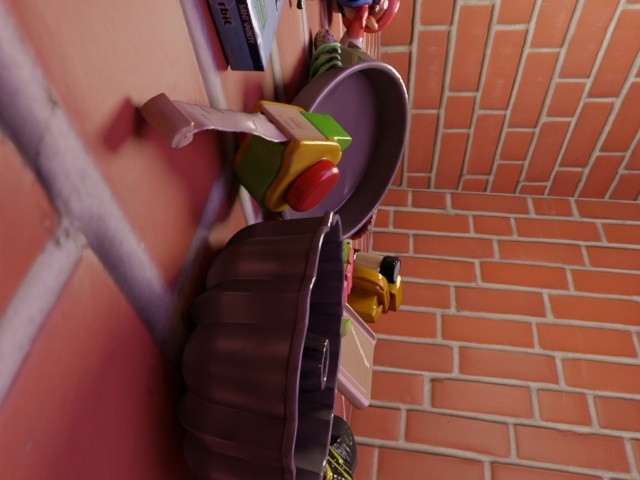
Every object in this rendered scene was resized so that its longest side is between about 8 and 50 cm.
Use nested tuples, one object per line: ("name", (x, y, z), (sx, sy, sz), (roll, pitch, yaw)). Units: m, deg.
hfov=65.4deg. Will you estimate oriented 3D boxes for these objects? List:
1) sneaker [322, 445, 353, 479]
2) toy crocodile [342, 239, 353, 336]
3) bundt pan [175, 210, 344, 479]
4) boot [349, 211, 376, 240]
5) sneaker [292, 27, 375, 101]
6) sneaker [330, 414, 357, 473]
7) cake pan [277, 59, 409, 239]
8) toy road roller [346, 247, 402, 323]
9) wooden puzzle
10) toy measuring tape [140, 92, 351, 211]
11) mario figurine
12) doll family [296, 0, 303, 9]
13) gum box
("sneaker", (-0.035, 0.424, 0.893), (0.147, 0.145, 0.385), (-52, 166, -11))
("toy crocodile", (0.032, 0.082, 1.133), (0.340, 0.105, 0.115), (-73, 165, -57))
("bundt pan", (-0.053, 0.127, 0.541), (0.331, 0.124, 0.331), (5, 90, -81))
("boot", (0.128, -0.183, 1.568), (0.284, 0.138, 0.377), (-44, 143, -77))
("sneaker", (0.022, -0.302, 0.932), (0.182, 0.158, 0.410), (55, 26, -4))
("sneaker", (0.024, 0.553, 1.258), (0.341, 0.125, 0.140), (-72, 159, -65))
("cake pan", (0.029, -0.128, 0.758), (0.293, 0.054, 0.293), (-35, 141, -34))
("toy road roller", (0.158, 0.195, 1.755), (0.329, 0.202, 0.241), (74, 34, -53))
("wooden puzzle", (0.044, 0.241, 1.161), (0.221, 0.044, 0.239), (48, 28, -15))
("toy measuring tape", (-0.065, -0.079, 0.507), (0.330, 0.121, 0.121), (-20, 115, -62))
("mario figurine", (0.048, -0.520, 1.045), (0.198, 0.170, 0.320), (-51, 167, 14))
("doll family", (-0.010, -0.448, 0.736), (0.111, 0.076, 0.193), (-55, 144, -65))
("gum box", (-0.071, -0.293, 0.494), (0.157, 0.041, 0.184), (78, 19, -61))
